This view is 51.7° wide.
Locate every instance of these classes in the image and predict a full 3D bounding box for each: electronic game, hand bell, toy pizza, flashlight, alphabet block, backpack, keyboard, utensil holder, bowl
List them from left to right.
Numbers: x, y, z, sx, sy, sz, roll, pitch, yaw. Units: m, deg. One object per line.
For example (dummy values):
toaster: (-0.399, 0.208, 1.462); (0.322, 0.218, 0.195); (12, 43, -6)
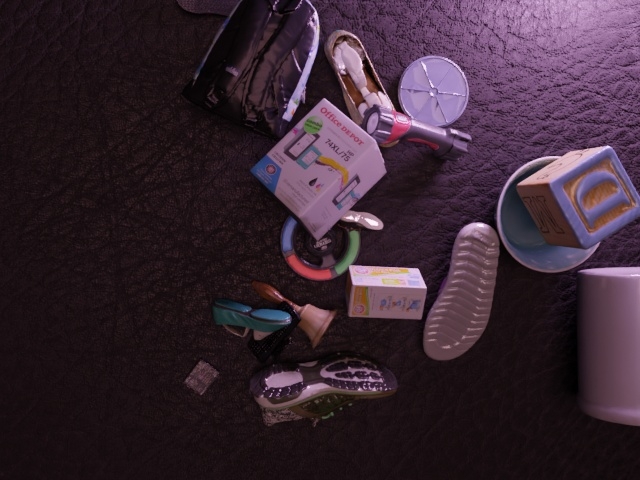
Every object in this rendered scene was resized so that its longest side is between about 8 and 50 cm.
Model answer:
backpack: (-0.147, -0.478, 1.710); (0.290, 0.273, 0.355); (23, 106, 2)
keyboard: (-0.124, 0.259, 1.788); (0.100, 0.038, 0.192); (44, 115, 13)
hand bell: (-0.086, 0.182, 1.821); (0.242, 0.126, 0.126); (31, 89, 6)
electronic game: (0.000, 0.000, 1.833); (0.229, 0.048, 0.229); (0, 93, -7)
flashlight: (0.254, -0.280, 1.785); (0.304, 0.103, 0.103); (12, 100, -30)
toy pizza: (0.315, -0.415, 1.856); (0.201, 0.032, 0.201); (0, 94, -5)
bowl: (0.612, -0.072, 1.839); (0.312, 0.163, 0.311); (0, 93, -5)
alphabet block: (0.647, -0.106, 1.662); (0.192, 0.197, 0.193); (-30, 96, -5)
utensil holder: (0.865, 0.273, 1.808); (0.328, 0.327, 0.385); (-3, 90, -6)

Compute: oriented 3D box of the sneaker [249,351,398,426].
sneaker: (0.010, 0.429, 1.837); (0.411, 0.158, 0.182); (-3, 124, -8)

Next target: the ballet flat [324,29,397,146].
ballet flat: (0.117, -0.411, 1.793); (0.123, 0.123, 0.348); (-29, 96, -4)

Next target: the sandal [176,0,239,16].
sandal: (-0.306, -0.635, 1.779); (0.179, 0.040, 0.067); (6, 98, -21)

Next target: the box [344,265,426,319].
box: (0.174, 0.142, 1.813); (0.203, 0.114, 0.103); (3, 116, -7)

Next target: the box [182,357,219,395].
box: (-0.330, 0.378, 1.830); (0.067, 0.018, 0.083); (37, 88, -6)

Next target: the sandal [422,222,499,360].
sandal: (0.401, 0.145, 1.855); (0.170, 0.102, 0.416); (15, 106, -7)

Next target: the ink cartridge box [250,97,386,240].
ink cartridge box: (0.001, -0.181, 1.720); (0.270, 0.197, 0.198); (-45, 68, -3)

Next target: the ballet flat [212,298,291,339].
ballet flat: (-0.183, 0.219, 1.773); (0.247, 0.083, 0.087); (9, 105, 27)

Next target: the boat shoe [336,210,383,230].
boat shoe: (0.106, -0.050, 1.813); (0.133, 0.042, 0.048); (12, 55, -14)
